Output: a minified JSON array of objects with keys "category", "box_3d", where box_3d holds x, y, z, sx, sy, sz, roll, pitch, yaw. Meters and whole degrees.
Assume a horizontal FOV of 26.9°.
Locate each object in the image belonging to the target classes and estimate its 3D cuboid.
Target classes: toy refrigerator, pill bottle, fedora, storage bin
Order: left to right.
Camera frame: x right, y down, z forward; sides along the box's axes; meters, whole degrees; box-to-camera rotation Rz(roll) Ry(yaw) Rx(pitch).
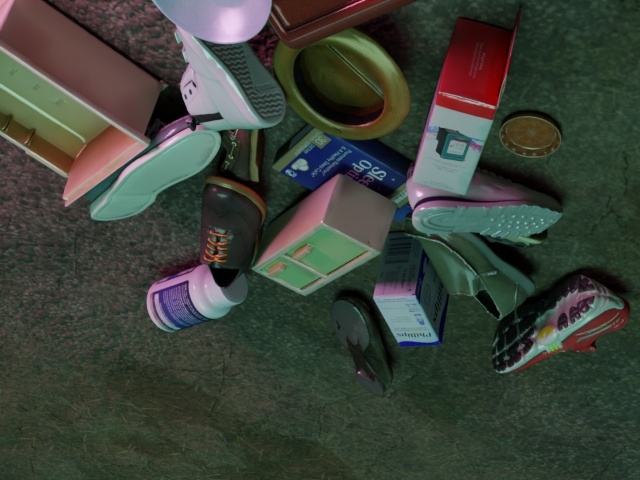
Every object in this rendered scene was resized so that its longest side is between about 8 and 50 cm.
[{"category":"storage bin","box_3d":[-0.399,-0.198,1.899,0.262,0.123,0.260,33,141,-25]},{"category":"pill bottle","box_3d":[-0.204,0.092,2.251,0.169,0.094,0.094,-19,133,40]},{"category":"toy refrigerator","box_3d":[0.000,0.000,2.000,0.102,0.094,0.269,27,156,-16]},{"category":"fedora","box_3d":[0.034,-0.220,1.734,0.194,0.079,0.194,13,138,12]}]

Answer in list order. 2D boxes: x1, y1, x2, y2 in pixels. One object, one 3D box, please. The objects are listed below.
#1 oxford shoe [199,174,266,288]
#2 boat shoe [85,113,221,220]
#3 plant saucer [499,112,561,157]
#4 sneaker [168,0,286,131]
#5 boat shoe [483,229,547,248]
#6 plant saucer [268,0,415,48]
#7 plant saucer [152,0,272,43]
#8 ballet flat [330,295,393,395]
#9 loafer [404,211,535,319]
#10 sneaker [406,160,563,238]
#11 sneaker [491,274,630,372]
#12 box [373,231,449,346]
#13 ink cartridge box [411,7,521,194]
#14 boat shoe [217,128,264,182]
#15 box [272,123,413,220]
[{"category":"oxford shoe","box_3d":[-0.139,-0.010,2.043,0.097,0.098,0.271,15,156,11]},{"category":"boat shoe","box_3d":[-0.255,-0.125,1.957,0.116,0.099,0.319,-1,161,-36]},{"category":"plant saucer","box_3d":[0.284,-0.144,1.809,0.083,0.013,0.083,10,145,7]},{"category":"sneaker","box_3d":[-0.164,-0.247,1.742,0.151,0.094,0.256,-8,118,49]},{"category":"boat shoe","box_3d":[0.254,-0.021,1.953,0.152,0.056,0.049,21,140,-8]},{"category":"plant saucer","box_3d":[-0.012,-0.353,1.544,0.258,0.048,0.259,-16,117,37]},{"category":"plant saucer","box_3d":[-0.133,-0.323,1.578,0.195,0.037,0.195,22,139,20]},{"category":"ballet flat","box_3d":[0.079,0.172,2.298,0.084,0.058,0.250,18,146,35]},{"category":"loafer","box_3d":[0.217,0.041,2.001,0.251,0.087,0.094,34,173,-25]},{"category":"sneaker","box_3d":[0.234,-0.063,1.887,0.235,0.095,0.090,6,144,-21]},{"category":"sneaker","box_3d":[0.376,0.152,2.111,0.118,0.107,0.279,21,148,-24]},{"category":"box","box_3d":[0.144,0.076,2.069,0.072,0.126,0.137,-4,141,23]},{"category":"ink cartridge box","box_3d":[0.183,-0.181,1.691,0.078,0.134,0.231,15,144,1]},{"category":"boat shoe","box_3d":[-0.115,-0.151,1.898,0.073,0.073,0.207,12,145,1]},{"category":"box","box_3d":[0.059,-0.094,1.947,0.225,0.036,0.136,28,143,-19]}]
